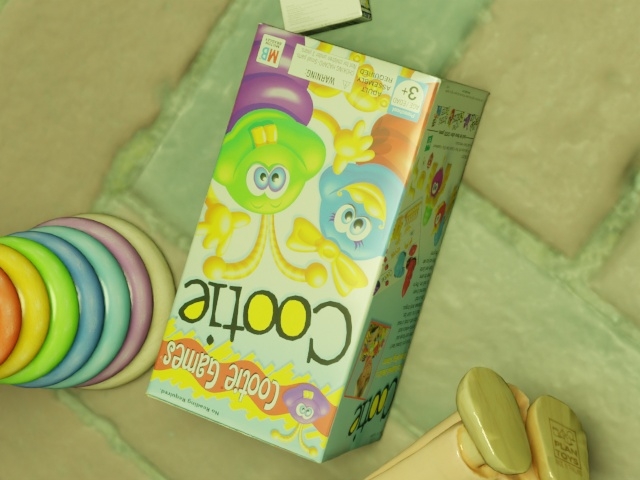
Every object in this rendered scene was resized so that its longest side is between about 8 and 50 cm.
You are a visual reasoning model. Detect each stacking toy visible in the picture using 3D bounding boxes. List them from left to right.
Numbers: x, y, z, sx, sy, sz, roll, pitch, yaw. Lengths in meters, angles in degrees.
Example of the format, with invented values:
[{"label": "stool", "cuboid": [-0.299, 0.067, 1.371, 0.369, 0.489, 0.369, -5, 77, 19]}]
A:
[{"label": "stacking toy", "cuboid": [-0.228, 0.052, 1.218, 0.141, 0.330, 0.141, 0, 91, 19]}]

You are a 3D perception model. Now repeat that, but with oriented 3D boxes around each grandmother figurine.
[{"label": "grandmother figurine", "cuboid": [0.030, 0.207, 1.224, 0.342, 0.208, 0.104, -33, 38, 34]}]

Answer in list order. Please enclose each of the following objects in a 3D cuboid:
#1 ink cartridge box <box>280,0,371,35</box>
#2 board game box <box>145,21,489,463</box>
[{"label": "ink cartridge box", "cuboid": [-0.003, -0.216, 1.296, 0.063, 0.029, 0.115, -11, 87, 19]}, {"label": "board game box", "cuboid": [0.000, 0.000, 1.238, 0.142, 0.144, 0.275, 19, 96, 18]}]
